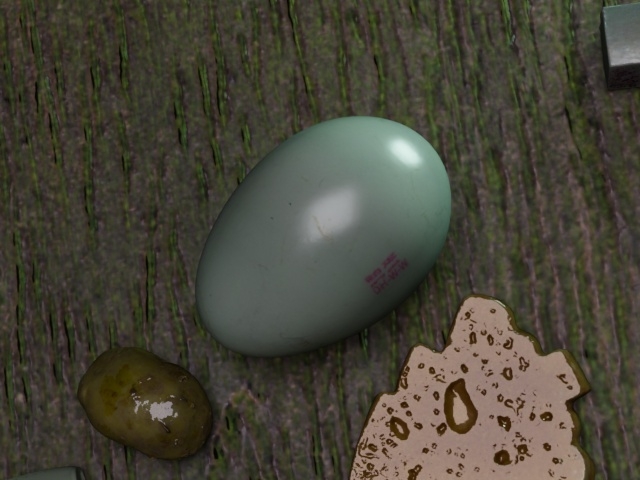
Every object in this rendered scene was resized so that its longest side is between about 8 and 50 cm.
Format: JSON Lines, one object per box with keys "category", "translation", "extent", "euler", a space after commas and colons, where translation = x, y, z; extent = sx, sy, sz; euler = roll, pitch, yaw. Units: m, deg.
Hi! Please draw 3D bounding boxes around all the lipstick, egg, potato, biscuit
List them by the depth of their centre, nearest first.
{"category": "egg", "translation": [0.000, 0.000, 1.370], "extent": [0.264, 0.183, 0.183], "euler": [-40, 73, 4]}
{"category": "biscuit", "translation": [0.132, 0.170, 1.381], "extent": [0.238, 0.041, 0.212], "euler": [-27, 79, 1]}
{"category": "potato", "translation": [-0.165, 0.152, 1.412], "extent": [0.138, 0.070, 0.092], "euler": [24, 79, 14]}
{"category": "lipstick", "translation": [0.427, -0.199, 1.420], "extent": [0.317, 0.066, 0.068], "euler": [-6, 75, 7]}

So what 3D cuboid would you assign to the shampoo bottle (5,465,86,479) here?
{"category": "shampoo bottle", "translation": [-0.320, 0.271, 1.415], "extent": [0.212, 0.049, 0.072], "euler": [-18, 77, 2]}
